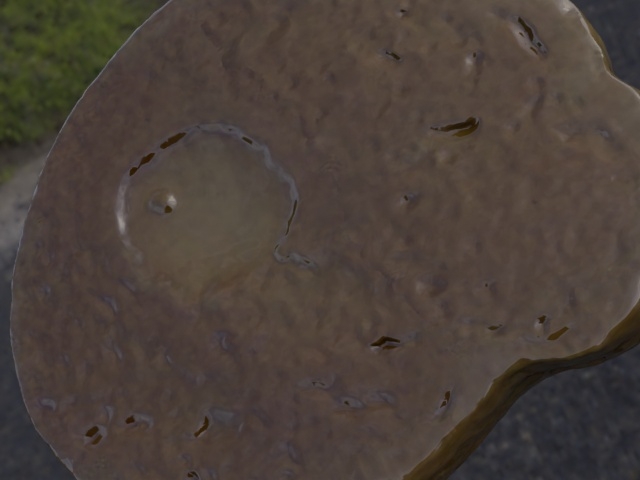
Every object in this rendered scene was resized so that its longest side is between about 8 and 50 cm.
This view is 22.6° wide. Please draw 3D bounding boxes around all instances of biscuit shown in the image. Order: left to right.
[{"bbox_3d":[0.000,0.000,0.495,0.208,0.049,0.181,-43,64,10],"label":"biscuit"}]
